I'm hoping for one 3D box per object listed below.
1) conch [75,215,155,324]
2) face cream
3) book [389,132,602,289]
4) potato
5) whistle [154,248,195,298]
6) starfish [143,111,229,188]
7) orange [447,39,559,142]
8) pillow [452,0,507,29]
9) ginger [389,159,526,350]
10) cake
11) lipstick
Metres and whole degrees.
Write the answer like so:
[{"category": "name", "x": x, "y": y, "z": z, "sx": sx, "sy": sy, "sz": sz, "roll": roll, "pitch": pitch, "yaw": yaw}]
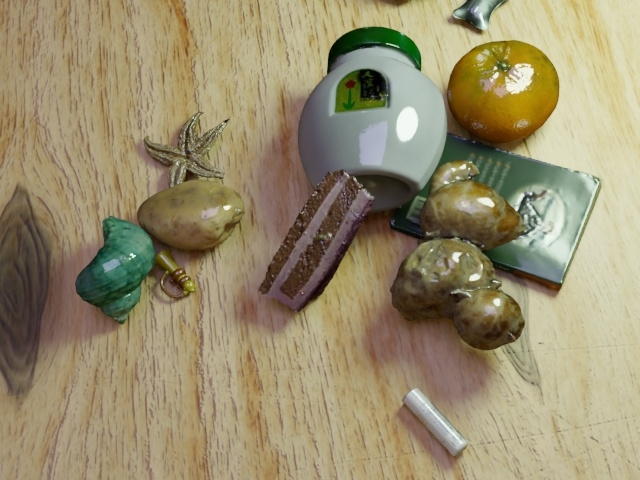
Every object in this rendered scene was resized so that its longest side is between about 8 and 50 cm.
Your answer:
[{"category": "conch", "x": -0.415, "y": 0.064, "z": 1.685, "sx": 0.134, "sy": 0.196, "sz": 0.202, "roll": 20, "pitch": 92, "yaw": 3}, {"category": "face cream", "x": 0.108, "y": -0.248, "z": 1.725, "sx": 0.312, "sy": 0.219, "sz": 0.357, "roll": -5, "pitch": 58, "yaw": 16}, {"category": "book", "x": 0.364, "y": -0.074, "z": 1.707, "sx": 0.371, "sy": 0.043, "sz": 0.260, "roll": 21, "pitch": 70, "yaw": 19}, {"category": "potato", "x": -0.273, "y": -0.048, "z": 1.737, "sx": 0.234, "sy": 0.128, "sz": 0.161, "roll": -16, "pitch": 46, "yaw": 4}, {"category": "whistle", "x": -0.309, "y": 0.074, "z": 1.716, "sx": 0.057, "sy": 0.046, "sz": 0.109, "roll": -24, "pitch": 64, "yaw": -35}, {"category": "starfish", "x": -0.302, "y": -0.198, "z": 1.855, "sx": 0.240, "sy": 0.043, "sz": 0.227, "roll": 21, "pitch": 65, "yaw": 21}, {"category": "orange", "x": 0.392, "y": -0.326, "z": 1.757, "sx": 0.240, "sy": 0.171, "sz": 0.240, "roll": -3, "pitch": 61, "yaw": 5}, {"category": "pillow", "x": 0.384, "y": -0.561, "z": 1.946, "sx": 0.091, "sy": 0.055, "sz": 0.136, "roll": 38, "pitch": 74, "yaw": -10}, {"category": "ginger", "x": 0.270, "y": 0.021, "z": 1.575, "sx": 0.256, "sy": 0.176, "sz": 0.375, "roll": -1, "pitch": 70, "yaw": 23}, {"category": "cake", "x": 0.000, "y": 0.000, "z": 1.622, "sx": 0.116, "sy": 0.113, "sz": 0.295, "roll": 37, "pitch": 109, "yaw": 14}, {"category": "lipstick", "x": 0.212, "y": 0.335, "z": 1.515, "sx": 0.040, "sy": 0.040, "sz": 0.141, "roll": -39, "pitch": 64, "yaw": -12}]
